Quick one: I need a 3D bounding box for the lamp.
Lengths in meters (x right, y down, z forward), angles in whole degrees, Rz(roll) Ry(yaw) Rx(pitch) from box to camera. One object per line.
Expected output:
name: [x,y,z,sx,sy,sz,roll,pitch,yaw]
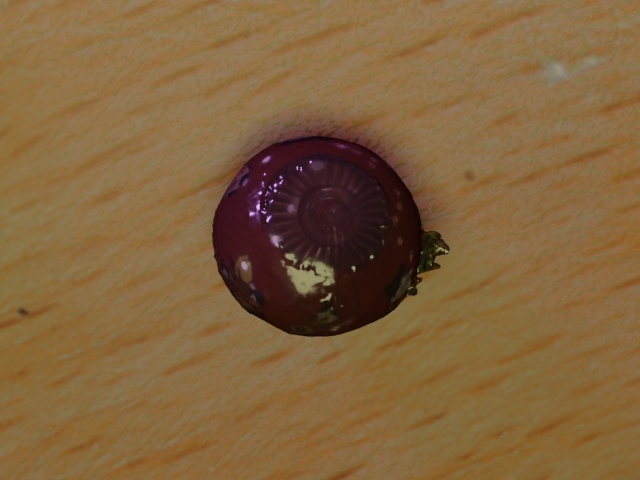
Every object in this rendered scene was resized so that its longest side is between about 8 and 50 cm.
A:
lamp: [-0.004,0.003,1.420,0.156,0.135,0.157,-34,79,-19]
